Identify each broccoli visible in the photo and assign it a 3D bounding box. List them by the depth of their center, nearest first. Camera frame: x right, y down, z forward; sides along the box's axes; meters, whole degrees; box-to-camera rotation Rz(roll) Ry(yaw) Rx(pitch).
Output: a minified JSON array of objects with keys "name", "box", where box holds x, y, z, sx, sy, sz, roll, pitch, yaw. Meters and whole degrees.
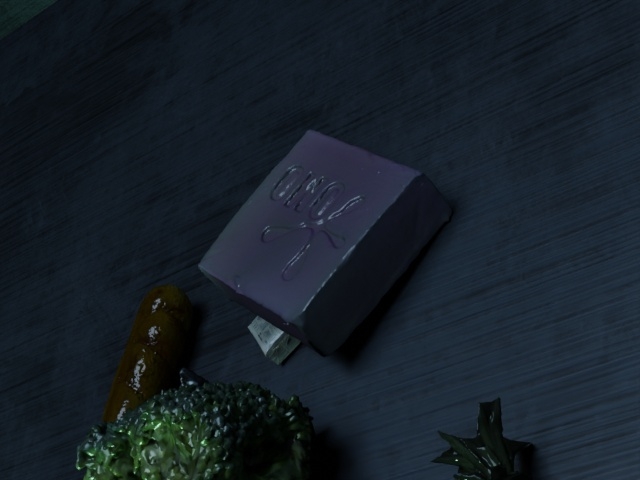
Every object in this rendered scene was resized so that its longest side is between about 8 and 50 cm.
[{"name":"broccoli","box":[-0.159,0.311,1.843,0.338,0.277,0.317,-52,53,17]}]

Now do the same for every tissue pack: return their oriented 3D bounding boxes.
[{"name":"tissue pack","box":[-0.066,0.135,2.072,0.062,0.042,0.083,-47,34,5]}]

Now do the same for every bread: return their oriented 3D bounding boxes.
[{"name":"bread","box":[-0.280,0.229,2.212,0.124,0.084,0.344,-41,29,58]}]

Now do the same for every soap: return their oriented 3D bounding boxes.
[{"name":"soap","box":[0.000,0.000,2.025,0.285,0.107,0.296,-52,35,-10]}]

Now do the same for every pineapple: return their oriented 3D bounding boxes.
[{"name":"pineapple","box":[0.226,0.292,1.529,0.277,0.130,0.119,-125,45,-52]}]

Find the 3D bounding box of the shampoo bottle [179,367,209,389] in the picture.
[{"name":"shampoo bottle","box":[-0.258,0.333,2.077,0.071,0.098,0.309,30,83,23]}]
